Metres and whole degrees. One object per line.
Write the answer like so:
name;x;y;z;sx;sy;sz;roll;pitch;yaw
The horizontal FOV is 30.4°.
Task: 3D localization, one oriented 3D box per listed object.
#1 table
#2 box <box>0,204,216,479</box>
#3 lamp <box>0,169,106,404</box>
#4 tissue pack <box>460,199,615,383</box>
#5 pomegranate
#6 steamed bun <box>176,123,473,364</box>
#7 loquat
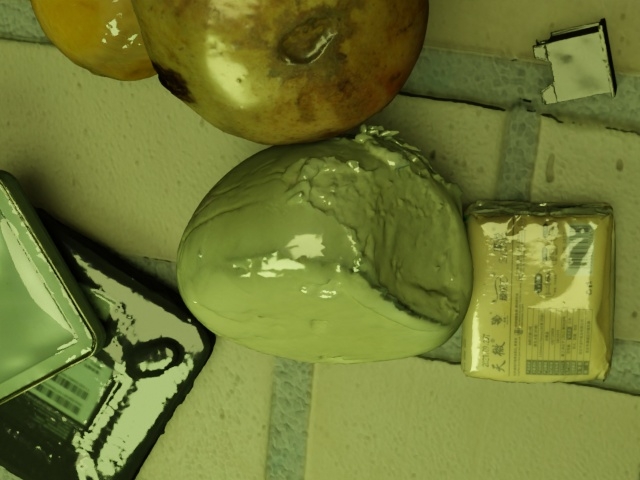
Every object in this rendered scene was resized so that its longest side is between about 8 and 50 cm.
table;0.293;-0.204;1.359;0.082;0.070;0.083;-9;104;18
box;-0.356;0.161;1.586;0.359;0.091;0.350;32;110;3
lamp;-0.443;0.079;1.512;0.269;0.047;0.266;-27;96;18
tissue pack;0.263;0.064;1.429;0.186;0.090;0.222;0;107;10
pomegranate;-0.045;-0.257;1.215;0.322;0.322;0.322;3;106;11
steamed bun;0.000;0.000;1.365;0.312;0.334;0.233;-10;59;33
loquat;-0.230;-0.305;1.380;0.238;0.193;0.238;15;118;31
